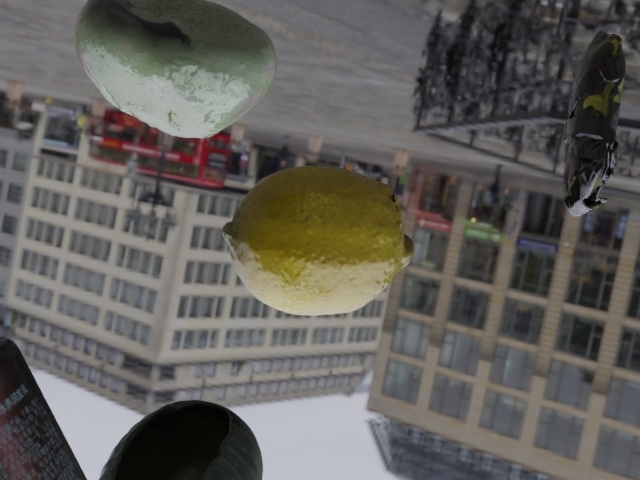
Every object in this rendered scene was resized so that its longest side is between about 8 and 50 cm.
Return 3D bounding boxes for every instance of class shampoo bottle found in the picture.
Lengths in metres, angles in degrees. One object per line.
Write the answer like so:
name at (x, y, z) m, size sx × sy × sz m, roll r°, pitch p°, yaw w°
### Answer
shampoo bottle at (-0.244, 0.179, 0.710) m, size 0.084 × 0.323 × 0.129 m, roll -12°, pitch -161°, yaw 33°

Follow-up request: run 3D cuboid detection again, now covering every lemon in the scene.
lemon at (0.000, 0.000, 1.523) m, size 0.320 × 0.245 × 0.245 m, roll 4°, pitch -175°, yaw -14°

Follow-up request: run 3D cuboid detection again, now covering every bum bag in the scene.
bum bag at (0.322, -0.147, 1.103) m, size 0.060 × 0.232 × 0.106 m, roll 10°, pitch 163°, yaw -4°

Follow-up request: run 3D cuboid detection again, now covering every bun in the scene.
bun at (-0.203, -0.231, 1.288) m, size 0.283 × 0.179 × 0.283 m, roll 16°, pitch -156°, yaw -7°

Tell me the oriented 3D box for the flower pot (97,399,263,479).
flower pot at (-0.171, 0.306, 1.142) m, size 0.189 × 0.157 × 0.243 m, roll 12°, pitch -139°, yaw 22°
